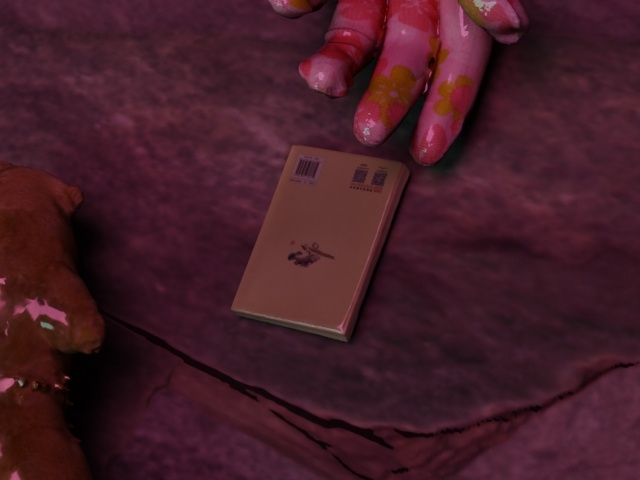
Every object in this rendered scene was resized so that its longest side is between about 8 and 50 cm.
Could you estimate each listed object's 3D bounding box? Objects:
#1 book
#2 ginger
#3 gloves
[{"bbox_3d":[0.000,0.000,1.143,0.077,0.014,0.111,11,71,29],"label":"book"},{"bbox_3d":[-0.186,0.140,1.098,0.363,0.122,0.348,27,85,38],"label":"ginger"},{"bbox_3d":[0.045,-0.163,1.147,0.145,0.126,0.241,-12,91,12],"label":"gloves"}]
